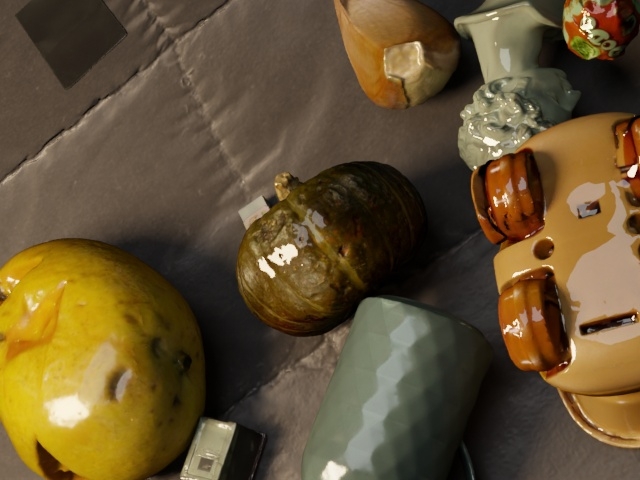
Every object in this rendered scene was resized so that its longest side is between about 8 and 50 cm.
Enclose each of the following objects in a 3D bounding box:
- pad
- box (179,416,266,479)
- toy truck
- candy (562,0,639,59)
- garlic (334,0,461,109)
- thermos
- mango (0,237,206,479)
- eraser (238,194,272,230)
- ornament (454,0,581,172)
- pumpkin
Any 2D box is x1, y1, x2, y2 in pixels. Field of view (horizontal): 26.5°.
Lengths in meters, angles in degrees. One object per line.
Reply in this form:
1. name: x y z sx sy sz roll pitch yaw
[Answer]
1. pad: -0.349 -0.300 1.886 0.116 0.004 0.193 -41 55 5
2. box: -0.106 0.232 1.453 0.060 0.063 0.085 8 69 32
3. toy truck: 0.272 0.031 1.256 0.204 0.211 0.288 -16 63 20
4. candy: 0.304 -0.299 1.457 0.084 0.078 0.288 123 166 -45
5. garlic: 0.081 -0.218 1.549 0.207 0.128 0.115 51 138 43
6. thermos: 0.073 0.212 1.328 0.182 0.145 0.287 20 77 0
7. mango: -0.268 0.128 1.535 0.253 0.182 0.365 -54 43 -1
8. eraser: -0.064 -0.012 1.577 0.038 0.019 0.083 -36 54 10
9. ornament: 0.209 -0.186 1.454 0.130 0.120 0.285 -22 54 41
10. pumpkin: 0.000 0.000 1.417 0.219 0.219 0.162 -38 85 7
